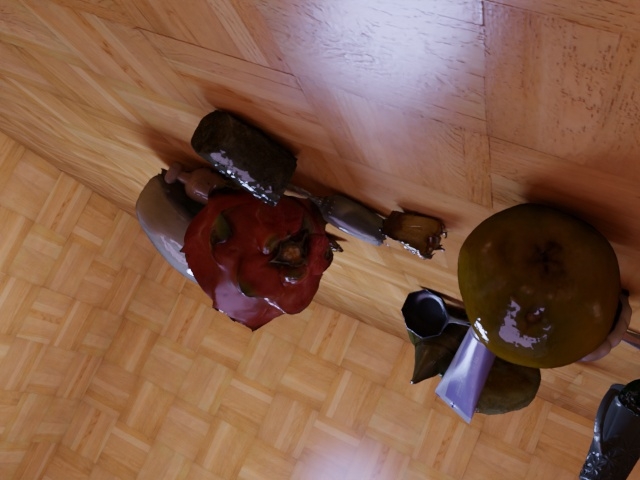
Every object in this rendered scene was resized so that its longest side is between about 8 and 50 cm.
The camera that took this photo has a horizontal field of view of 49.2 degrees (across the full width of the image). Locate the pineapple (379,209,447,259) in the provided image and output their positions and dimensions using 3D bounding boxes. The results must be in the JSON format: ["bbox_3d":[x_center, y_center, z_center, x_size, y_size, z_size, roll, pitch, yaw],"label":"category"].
[{"bbox_3d":[0.159,-0.008,1.232,0.116,0.069,0.137,25,172,-7],"label":"pineapple"}]

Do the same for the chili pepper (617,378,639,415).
[{"bbox_3d":[0.820,0.383,1.612,0.264,0.116,0.148,24,-178,6],"label":"chili pepper"}]

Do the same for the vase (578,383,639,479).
[{"bbox_3d":[0.811,0.537,1.909,0.251,0.301,0.156,41,163,-29],"label":"vase"}]

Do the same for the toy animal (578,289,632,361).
[{"bbox_3d":[0.367,0.115,1.126,0.208,0.156,0.204,30,166,-6],"label":"toy animal"}]

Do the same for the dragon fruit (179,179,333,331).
[{"bbox_3d":[-0.099,0.002,1.384,0.305,0.305,0.226,30,130,-25],"label":"dragon fruit"}]

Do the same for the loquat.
[{"bbox_3d":[0.282,0.063,0.917,0.213,0.213,0.246,21,164,22],"label":"loquat"}]

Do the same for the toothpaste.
[{"bbox_3d":[0.379,0.318,1.771,0.125,0.080,0.371,40,137,29],"label":"toothpaste"}]

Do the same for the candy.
[{"bbox_3d":[-0.302,-0.010,1.752,0.386,0.186,0.427,44,-175,20],"label":"candy"}]

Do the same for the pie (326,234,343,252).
[{"bbox_3d":[0.000,0.000,1.783,0.092,0.034,0.170,27,176,-24],"label":"pie"}]

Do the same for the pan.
[{"bbox_3d":[0.313,0.210,1.850,0.202,0.128,0.048,35,-152,27],"label":"pan"}]

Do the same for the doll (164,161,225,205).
[{"bbox_3d":[-0.227,-0.094,1.618,0.278,0.119,0.154,31,-176,3],"label":"doll"}]

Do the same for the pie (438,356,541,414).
[{"bbox_3d":[0.470,0.367,1.975,0.323,0.070,0.323,1,-152,-1],"label":"pie"}]

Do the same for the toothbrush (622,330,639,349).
[{"bbox_3d":[0.554,0.171,1.327,0.375,0.028,0.037,24,176,9],"label":"toothbrush"}]

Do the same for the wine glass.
[{"bbox_3d":[0.017,-0.063,1.306,0.262,0.074,0.074,26,170,-11],"label":"wine glass"}]

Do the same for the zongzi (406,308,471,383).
[{"bbox_3d":[0.281,0.288,1.947,0.251,0.274,0.125,12,131,58],"label":"zongzi"}]

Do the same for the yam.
[{"bbox_3d":[-0.119,-0.136,1.160,0.183,0.107,0.107,32,168,-28],"label":"yam"}]
